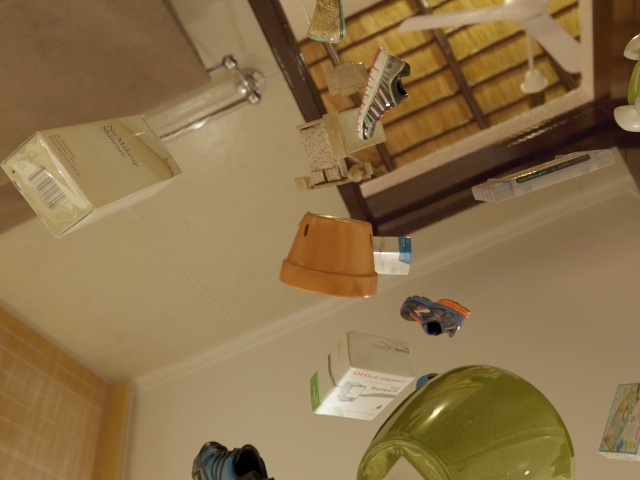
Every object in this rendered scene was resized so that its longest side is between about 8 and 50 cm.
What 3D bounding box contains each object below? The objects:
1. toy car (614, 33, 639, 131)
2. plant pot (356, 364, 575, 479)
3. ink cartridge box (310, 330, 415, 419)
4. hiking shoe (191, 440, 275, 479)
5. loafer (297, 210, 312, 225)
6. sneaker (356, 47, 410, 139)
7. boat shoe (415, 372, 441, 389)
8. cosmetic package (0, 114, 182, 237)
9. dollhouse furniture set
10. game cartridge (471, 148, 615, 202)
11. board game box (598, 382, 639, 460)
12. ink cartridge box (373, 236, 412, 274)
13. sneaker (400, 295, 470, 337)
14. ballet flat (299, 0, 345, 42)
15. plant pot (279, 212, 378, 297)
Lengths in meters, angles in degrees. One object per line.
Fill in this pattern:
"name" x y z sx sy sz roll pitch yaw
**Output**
"toy car" 0.562 -0.257 0.798 0.136 0.182 0.159 7 -86 9
"plant pot" 0.185 0.323 0.715 0.275 0.293 0.274 -7 -102 34
"ink cartridge box" 0.117 0.410 1.512 0.211 0.289 0.121 13 -137 -17
"hiking shoe" -0.154 0.441 0.953 0.304 0.113 0.132 12 -105 64
"loafer" 0.000 0.000 2.063 0.087 0.251 0.094 -38 178 -2
"sneaker" 0.112 -0.245 0.886 0.075 0.170 0.063 16 -139 1
"boat shoe" 0.327 0.446 1.232 0.109 0.089 0.258 -28 -106 47
"cosmetic package" -0.419 -0.137 0.977 0.113 0.160 0.309 -30 -169 22
"dollhouse furniture set" -0.022 -0.286 1.400 0.355 0.303 0.174 -6 -166 45
"game cartridge" 0.665 -0.200 1.544 0.355 0.068 0.230 -19 -178 3
"board game box" 0.617 0.356 1.003 0.026 0.103 0.154 32 -112 1
"ink cartridge box" 0.210 0.055 1.849 0.231 0.134 0.078 2 -131 2
"sneaker" 0.273 0.195 1.283 0.221 0.083 0.087 -10 -133 62
"ballet flat" -0.004 -0.408 0.795 0.067 0.073 0.206 -6 -105 -1
"plant pot" 0.034 0.034 1.479 0.291 0.291 0.203 12 -83 37
